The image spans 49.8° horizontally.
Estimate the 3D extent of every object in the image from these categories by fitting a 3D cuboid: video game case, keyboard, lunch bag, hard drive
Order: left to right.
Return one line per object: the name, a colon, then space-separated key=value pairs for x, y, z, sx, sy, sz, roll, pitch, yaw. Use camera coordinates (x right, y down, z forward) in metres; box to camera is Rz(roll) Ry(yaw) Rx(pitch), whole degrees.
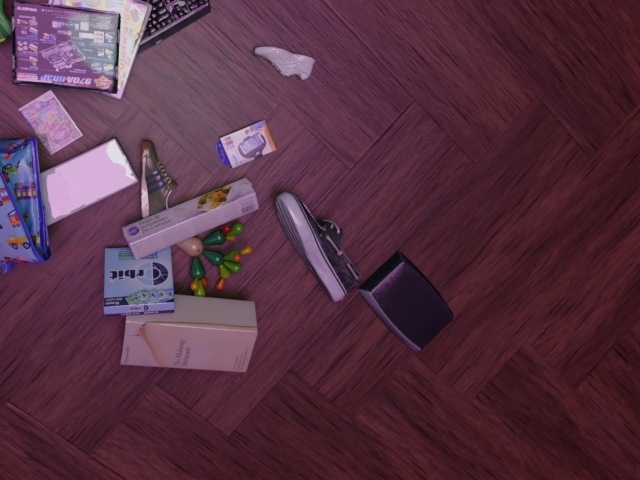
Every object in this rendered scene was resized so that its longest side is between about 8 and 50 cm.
lunch bag: x=-0.717 y=-0.064 z=1.503 sx=0.221 sy=0.138 sz=0.293 roll=0 pitch=110 yaw=18
video game case: x=-0.618 y=-0.271 z=1.584 sx=0.087 sy=0.011 sz=0.122 roll=-33 pitch=107 yaw=-5
video game case: x=-0.510 y=-0.456 z=1.535 sx=0.206 sy=0.026 sz=0.226 roll=18 pitch=101 yaw=-22
keyboard: x=-0.422 y=-0.541 z=1.567 sx=0.317 sy=0.033 sz=0.201 roll=-33 pitch=107 yaw=-6
hard drive: x=0.241 y=0.173 z=1.876 sx=0.172 sy=0.054 sz=0.254 roll=-43 pitch=108 yaw=-2

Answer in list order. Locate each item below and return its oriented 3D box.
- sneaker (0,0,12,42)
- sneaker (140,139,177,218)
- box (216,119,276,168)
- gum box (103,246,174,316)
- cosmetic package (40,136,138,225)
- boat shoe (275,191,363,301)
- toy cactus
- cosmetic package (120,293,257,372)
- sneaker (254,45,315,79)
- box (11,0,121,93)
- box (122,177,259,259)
sneaker: x=-0.733 y=-0.559 z=1.460 sx=0.124 sy=0.109 sz=0.295 roll=-23 pitch=104 yaw=-37
sneaker: x=-0.385 y=-0.144 z=1.646 sx=0.086 sy=0.064 sz=0.192 roll=0 pitch=107 yaw=-15
box: x=-0.185 y=-0.234 z=1.695 sx=0.136 sy=0.028 sz=0.081 roll=-25 pitch=107 yaw=-10
gum box: x=-0.428 y=0.093 z=1.626 sx=0.157 sy=0.184 sz=0.041 roll=-2 pitch=136 yaw=-14
cosmetic package: x=-0.550 y=-0.138 z=1.594 sx=0.231 sy=0.085 sz=0.117 roll=-27 pitch=106 yaw=-9
boat shoe: x=0.000 y=0.000 z=1.759 sx=0.119 sy=0.121 sz=0.335 roll=-36 pitch=119 yaw=-13
toy cactus: x=-0.279 y=0.040 z=1.700 sx=0.181 sy=0.112 sz=0.219 roll=29 pitch=103 yaw=-8
cosmetic package: x=-0.321 y=0.224 z=1.687 sx=0.310 sy=0.113 sz=0.160 roll=5 pitch=128 yaw=-16
sneaker: x=-0.089 y=-0.429 z=1.664 sx=0.152 sy=0.053 sz=0.061 roll=13 pitch=101 yaw=-17
box: x=-0.549 y=-0.417 z=1.494 sx=0.220 sy=0.051 sz=0.175 roll=1 pitch=108 yaw=-18
box: x=-0.307 y=-0.055 z=1.657 sx=0.324 sy=0.063 sz=0.067 roll=-24 pitch=143 yaw=-13
